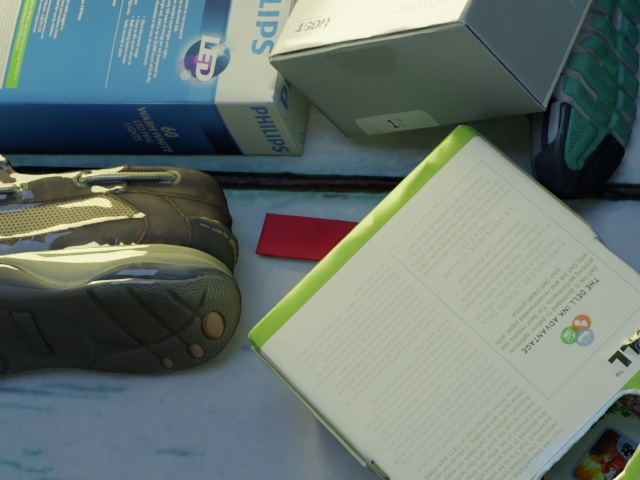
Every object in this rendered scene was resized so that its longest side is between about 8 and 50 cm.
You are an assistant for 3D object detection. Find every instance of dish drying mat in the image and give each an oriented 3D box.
[{"bbox_3d":[0.000,0.000,1.240,0.083,0.008,0.032,6,64,19],"label":"dish drying mat"}]

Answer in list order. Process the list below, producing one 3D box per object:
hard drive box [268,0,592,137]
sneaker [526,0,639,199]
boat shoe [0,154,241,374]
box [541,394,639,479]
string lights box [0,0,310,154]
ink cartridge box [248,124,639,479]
[{"bbox_3d":[0.094,-0.191,1.217,0.181,0.089,0.232,-3,53,49],"label":"hard drive box"},{"bbox_3d":[0.154,-0.120,1.236,0.098,0.083,0.223,-6,55,37],"label":"sneaker"},{"bbox_3d":[-0.222,0.012,1.241,0.355,0.132,0.130,2,53,7],"label":"boat shoe"},{"bbox_3d":[0.268,0.178,1.043,0.293,0.057,0.201,34,75,28],"label":"box"},{"bbox_3d":[-0.136,-0.133,1.308,0.260,0.077,0.133,1,64,16],"label":"string lights box"},{"bbox_3d":[0.110,0.082,1.086,0.189,0.097,0.255,-45,53,-2],"label":"ink cartridge box"}]
